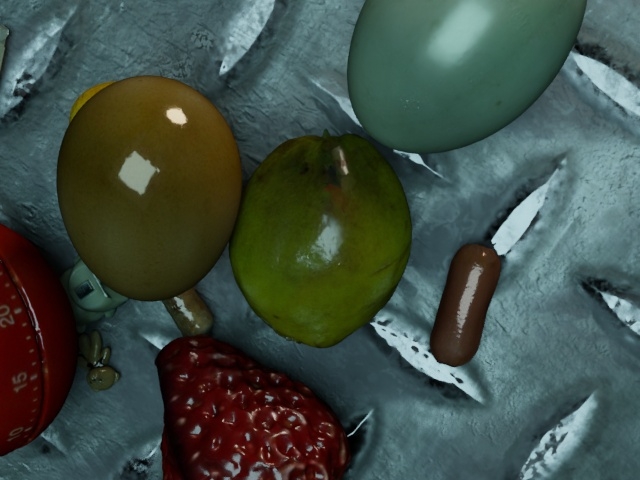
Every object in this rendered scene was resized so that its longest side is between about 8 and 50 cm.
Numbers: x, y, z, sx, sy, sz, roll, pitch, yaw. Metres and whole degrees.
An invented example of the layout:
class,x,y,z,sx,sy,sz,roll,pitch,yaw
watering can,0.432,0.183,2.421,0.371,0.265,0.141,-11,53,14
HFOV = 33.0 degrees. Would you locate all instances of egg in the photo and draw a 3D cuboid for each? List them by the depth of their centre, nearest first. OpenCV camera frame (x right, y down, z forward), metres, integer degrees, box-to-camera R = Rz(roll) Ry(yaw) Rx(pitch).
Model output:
class,x,y,z,sx,sy,sz,roll,pitch,yaw
egg,-0.234,-0.067,1.482,0.250,0.250,0.322,10,118,6
egg,0.199,-0.289,1.482,0.276,0.276,0.389,43,101,1

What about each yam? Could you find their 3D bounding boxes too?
class,x,y,z,sx,sy,sz,roll,pitch,yaw
yam,-0.257,0.025,1.696,0.066,0.066,0.299,-27,93,10

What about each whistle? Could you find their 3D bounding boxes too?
class,x,y,z,sx,sy,sz,roll,pitch,yaw
whistle,-0.343,0.066,1.682,0.244,0.092,0.110,-33,85,34

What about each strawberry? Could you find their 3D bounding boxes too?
class,x,y,z,sx,sy,sz,roll,pitch,yaw
strawberry,-0.118,0.288,1.616,0.295,0.317,0.345,-32,67,10

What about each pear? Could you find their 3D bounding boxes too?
class,x,y,z,sx,sy,sz,roll,pitch,yaw
pear,0.000,0.000,1.561,0.269,0.269,0.321,7,101,7

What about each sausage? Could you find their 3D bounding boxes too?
class,x,y,z,sx,sy,sz,roll,pitch,yaw
sausage,0.219,0.099,1.635,0.077,0.077,0.194,15,99,6

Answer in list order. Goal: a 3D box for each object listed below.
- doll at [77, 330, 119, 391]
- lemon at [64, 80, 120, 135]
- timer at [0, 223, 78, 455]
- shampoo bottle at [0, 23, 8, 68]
class,x,y,z,sx,sy,sz,roll,pitch,yaw
doll,-0.364,0.197,1.753,0.062,0.051,0.093,-19,65,11
lemon,-0.295,-0.172,1.634,0.187,0.142,0.142,-2,97,1
timer,-0.539,0.145,1.614,0.378,0.279,0.378,16,117,35
shampoo bottle,-0.550,-0.244,1.706,0.072,0.049,0.212,18,99,9
